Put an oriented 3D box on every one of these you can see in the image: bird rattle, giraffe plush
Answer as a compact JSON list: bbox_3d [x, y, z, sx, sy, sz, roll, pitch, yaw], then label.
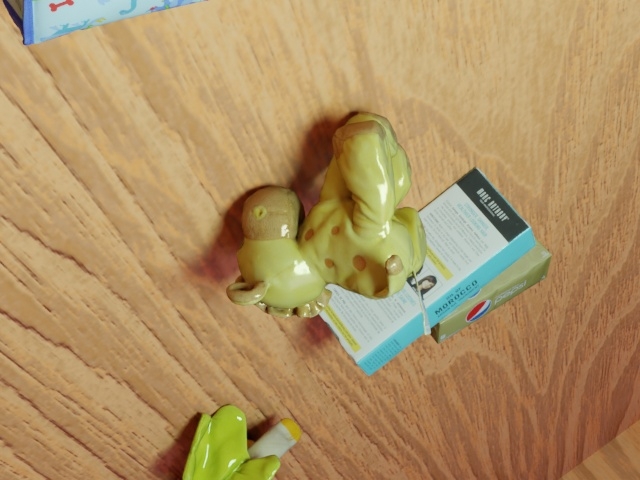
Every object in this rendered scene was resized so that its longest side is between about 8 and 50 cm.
[{"bbox_3d":[-0.115,0.315,1.345,0.207,0.143,0.253,-30,158,-49],"label":"bird rattle"},{"bbox_3d":[0.000,0.000,0.993,0.170,0.210,0.181,-12,159,14],"label":"giraffe plush"}]

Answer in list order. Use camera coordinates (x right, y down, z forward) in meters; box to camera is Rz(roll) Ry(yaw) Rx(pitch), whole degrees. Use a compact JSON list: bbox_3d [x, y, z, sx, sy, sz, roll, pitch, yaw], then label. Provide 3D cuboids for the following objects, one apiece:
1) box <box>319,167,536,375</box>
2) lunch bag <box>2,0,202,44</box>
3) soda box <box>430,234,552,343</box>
[{"bbox_3d":[0.116,0.036,1.216,0.244,0.100,0.060,-38,153,1],"label":"box"},{"bbox_3d":[-0.124,-0.200,0.604,0.128,0.096,0.151,-23,158,-25],"label":"lunch bag"},{"bbox_3d":[0.208,0.056,1.389,0.181,0.061,0.058,-30,150,-15],"label":"soda box"}]
